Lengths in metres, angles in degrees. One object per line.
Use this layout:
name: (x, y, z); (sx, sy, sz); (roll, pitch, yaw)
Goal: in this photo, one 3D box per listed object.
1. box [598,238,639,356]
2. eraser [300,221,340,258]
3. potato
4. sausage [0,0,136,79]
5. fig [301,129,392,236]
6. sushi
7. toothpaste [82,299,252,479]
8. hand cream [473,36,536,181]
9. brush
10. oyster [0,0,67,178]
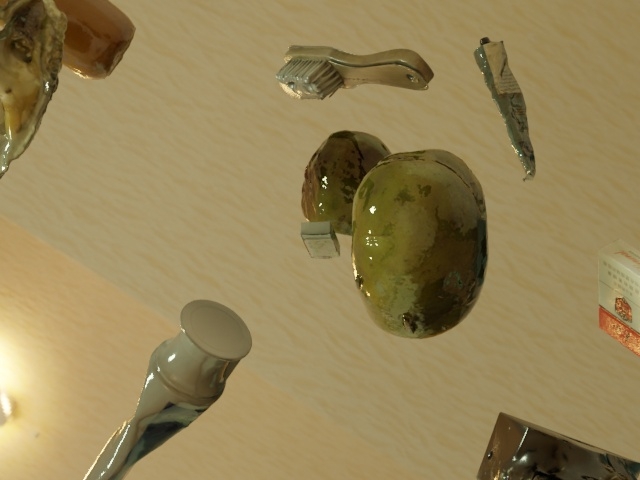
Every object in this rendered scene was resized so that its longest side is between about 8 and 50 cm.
box: (0.444, 0.086, 1.196); (0.048, 0.152, 0.100); (-22, 36, -15)
eraser: (0.000, 0.000, 0.995); (0.083, 0.038, 0.019); (69, -157, -68)
potato: (0.112, 0.006, 0.939); (0.197, 0.148, 0.228); (-27, -50, -44)
sausage: (-0.460, -0.387, 1.301); (0.134, 0.354, 0.116); (-53, 15, 18)
fig: (0.051, -0.066, 1.181); (0.154, 0.166, 0.144); (-47, -15, 9)
sushi: (0.295, 0.354, 0.959); (0.212, 0.215, 0.227); (179, 111, -80)
toothpaste: (-0.143, 0.152, 0.662); (0.266, 0.061, 0.096); (-51, 5, 30)
hand cream: (0.301, -0.214, 1.371); (0.052, 0.248, 0.075); (-19, -7, 35)
brush: (0.030, -0.215, 1.116); (0.065, 0.070, 0.327); (-50, 30, -13)
oyster: (-0.445, -0.193, 1.087); (0.100, 0.271, 0.275); (-97, 4, -50)
